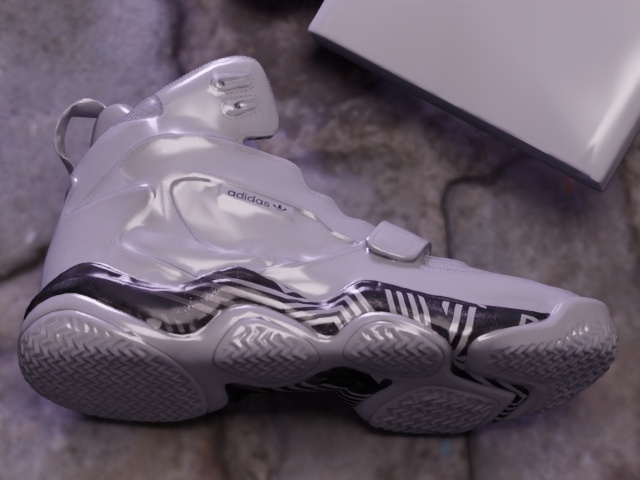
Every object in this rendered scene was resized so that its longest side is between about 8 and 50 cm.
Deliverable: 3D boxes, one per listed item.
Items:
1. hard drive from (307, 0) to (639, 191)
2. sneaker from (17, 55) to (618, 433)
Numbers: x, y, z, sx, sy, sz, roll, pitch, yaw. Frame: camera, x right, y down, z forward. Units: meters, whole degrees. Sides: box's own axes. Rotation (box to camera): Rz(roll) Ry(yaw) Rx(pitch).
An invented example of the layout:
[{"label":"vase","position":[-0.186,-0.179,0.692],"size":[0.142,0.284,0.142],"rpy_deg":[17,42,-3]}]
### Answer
[{"label":"hard drive","position":[0.180,-0.239,1.325],"size":[0.233,0.047,0.353],"rpy_deg":[29,85,17]},{"label":"sneaker","position":[0.000,0.000,1.196],"size":[0.365,0.137,0.210],"rpy_deg":[1,61,-6]}]
